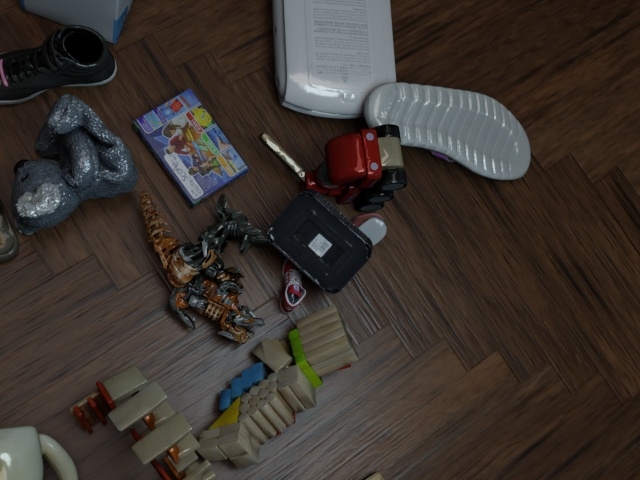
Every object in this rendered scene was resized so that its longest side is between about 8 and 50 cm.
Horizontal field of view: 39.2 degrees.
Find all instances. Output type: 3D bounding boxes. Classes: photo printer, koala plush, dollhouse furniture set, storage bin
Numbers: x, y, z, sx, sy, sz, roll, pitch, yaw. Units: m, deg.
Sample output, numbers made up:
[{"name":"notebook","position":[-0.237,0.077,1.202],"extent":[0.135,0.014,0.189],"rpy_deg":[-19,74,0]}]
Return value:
[{"name":"photo printer","position":[0.029,-0.401,1.852],"extent":[0.256,0.107,0.308],"rpy_deg":[0,76,-16]},{"name":"koala plush","position":[-0.462,-0.106,1.604],"extent":[0.203,0.196,0.221],"rpy_deg":[43,65,-12]},{"name":"dollhouse furniture set","position":[-0.297,0.346,1.508],"extent":[0.135,0.262,0.259],"rpy_deg":[-34,53,-19]},{"name":"storage bin","position":[0.000,0.000,1.696],"extent":[0.180,0.084,0.122],"rpy_deg":[42,99,-1]}]

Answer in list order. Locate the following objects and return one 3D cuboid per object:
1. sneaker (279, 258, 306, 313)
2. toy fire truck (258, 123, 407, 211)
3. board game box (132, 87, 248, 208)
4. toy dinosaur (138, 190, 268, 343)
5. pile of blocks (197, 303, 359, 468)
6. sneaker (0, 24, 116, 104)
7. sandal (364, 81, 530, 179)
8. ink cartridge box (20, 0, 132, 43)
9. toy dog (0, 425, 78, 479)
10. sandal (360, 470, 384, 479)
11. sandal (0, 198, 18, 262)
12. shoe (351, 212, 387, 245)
[{"name":"sneaker","position":[-0.051,0.078,1.726],"extent":[0.042,0.067,0.118],"rpy_deg":[9,73,-13]},{"name":"toy fire truck","position":[0.017,-0.151,1.726],"extent":[0.246,0.217,0.158],"rpy_deg":[-4,77,-15]},{"name":"board game box","position":[-0.254,-0.181,1.756],"extent":[0.136,0.035,0.201],"rpy_deg":[-34,86,-21]},{"name":"toy dinosaur","position":[-0.213,0.037,1.659],"extent":[0.218,0.164,0.322],"rpy_deg":[-42,111,-5]},{"name":"pile of blocks","position":[-0.075,0.279,1.663],"extent":[0.362,0.149,0.113],"rpy_deg":[-41,132,-12]},{"name":"sneaker","position":[-0.525,-0.333,1.664],"extent":[0.295,0.147,0.105],"rpy_deg":[-13,81,-17]},{"name":"sandal","position":[0.263,-0.235,1.871],"extent":[0.416,0.102,0.169],"rpy_deg":[16,79,-27]},{"name":"ink cartridge box","position":[-0.438,-0.565,1.722],"extent":[0.197,0.198,0.270],"rpy_deg":[19,71,-9]},{"name":"toy dog","position":[-0.594,0.486,1.394],"extent":[0.395,0.284,0.408],"rpy_deg":[20,66,-45]},{"name":"sandal","position":[0.032,0.512,1.624],"extent":[0.240,0.088,0.079],"rpy_deg":[-28,78,-25]},{"name":"sandal","position":[-0.617,-0.060,1.613],"extent":[0.090,0.060,0.219],"rpy_deg":[-27,84,-20]},{"name":"shoe","position":[0.054,0.009,1.779],"extent":[0.178,0.081,0.063],"rpy_deg":[-34,98,9]}]
